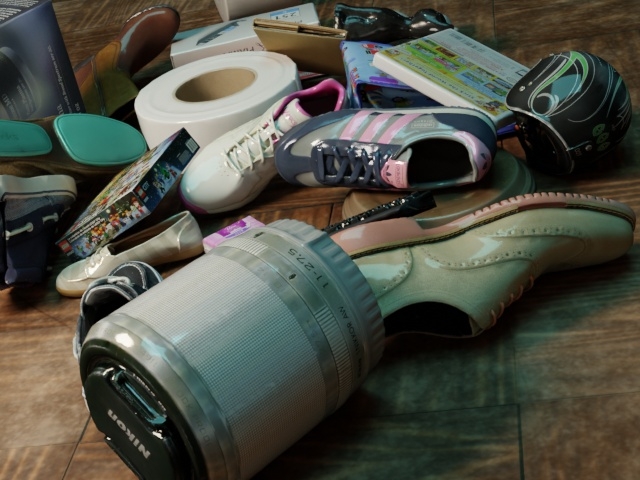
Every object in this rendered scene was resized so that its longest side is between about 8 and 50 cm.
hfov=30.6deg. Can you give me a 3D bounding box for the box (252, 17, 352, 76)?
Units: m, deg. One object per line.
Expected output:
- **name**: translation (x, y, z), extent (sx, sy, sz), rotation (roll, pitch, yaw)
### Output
- **box**: translation (-0.017, -0.330, 2.029), extent (0.164, 0.021, 0.201), rotation (9, -10, 12)

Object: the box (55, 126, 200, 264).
- **box**: translation (-0.282, -0.069, 1.738), extent (0.159, 0.044, 0.233), rotation (-31, 17, 25)

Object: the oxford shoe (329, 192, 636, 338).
- **oxford shoe**: translation (0.195, 0.047, 1.383), extent (0.396, 0.140, 0.147), rotation (-11, 60, -6)

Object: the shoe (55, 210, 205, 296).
- **shoe**: translation (-0.272, 0.017, 1.649), extent (0.219, 0.058, 0.076), rotation (-20, 29, -9)

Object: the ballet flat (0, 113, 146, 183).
- **ballet flat**: translation (-0.438, -0.131, 1.857), extent (0.342, 0.116, 0.124), rotation (-9, -24, -50)

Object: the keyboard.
- **keyboard**: translation (0.000, 0.000, 1.494), extent (0.317, 0.033, 0.201), rotation (-21, -3, 21)

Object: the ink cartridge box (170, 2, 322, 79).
- **ink cartridge box**: translation (-0.138, -0.361, 2.251), extent (0.296, 0.066, 0.261), rotation (-13, 28, 1)

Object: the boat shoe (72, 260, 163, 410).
- **boat shoe**: translation (-0.255, 0.092, 1.468), extent (0.108, 0.102, 0.301), rotation (-10, 30, 6)

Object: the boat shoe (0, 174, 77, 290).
- **boat shoe**: translation (-0.440, -0.009, 1.726), extent (0.127, 0.158, 0.340), rotation (-12, 1, 11)

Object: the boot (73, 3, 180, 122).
- **boot**: translation (-0.362, -0.320, 2.189), extent (0.264, 0.096, 0.280), rotation (-29, 30, 2)

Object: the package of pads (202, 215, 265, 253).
- **package of pads**: translation (-0.120, -0.001, 1.648), extent (0.083, 0.032, 0.050), rotation (-28, 34, -25)

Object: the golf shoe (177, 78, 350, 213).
- **golf shoe**: translation (-0.083, -0.150, 1.756), extent (0.306, 0.140, 0.115), rotation (-34, 78, -21)

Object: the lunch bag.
- **lunch bag**: translation (0.188, -0.234, 1.854), extent (0.293, 0.138, 0.221), rotation (-4, 26, -3)

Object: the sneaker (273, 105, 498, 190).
- **sneaker**: translation (0.081, -0.116, 1.607), extent (0.318, 0.112, 0.131), rotation (-7, 27, 13)

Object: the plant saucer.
- **plant saucer**: translation (0.163, -0.073, 1.653), extent (0.277, 0.041, 0.278), rotation (-11, 30, 6)

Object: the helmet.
- **helmet**: translation (0.355, -0.186, 1.649), extent (0.161, 0.169, 0.169), rotation (-43, 38, -16)

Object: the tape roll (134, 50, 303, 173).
- **tape roll**: translation (-0.166, -0.221, 1.983), extent (0.286, 0.100, 0.286), rotation (-10, 29, 6)

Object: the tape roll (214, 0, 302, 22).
- **tape roll**: translation (-0.154, -0.595, 2.481), extent (0.169, 0.246, 0.246), rotation (-18, 30, -9)

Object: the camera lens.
- **camera lens**: translation (-0.095, 0.126, 1.226), extent (0.274, 0.219, 0.219), rotation (-34, 35, -33)

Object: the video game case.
- **video game case**: translation (0.226, -0.246, 1.765), extent (0.227, 0.026, 0.206), rotation (34, 37, 26)

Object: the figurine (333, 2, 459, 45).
- **figurine**: translation (0.145, -0.381, 2.117), extent (0.209, 0.092, 0.215), rotation (2, 10, 11)

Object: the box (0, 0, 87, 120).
- **box**: translation (-0.557, -0.210, 1.925), extent (0.182, 0.296, 0.294), rotation (14, 40, 38)
